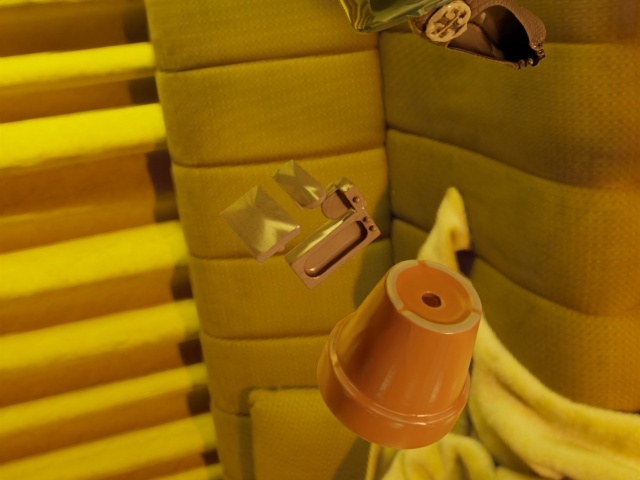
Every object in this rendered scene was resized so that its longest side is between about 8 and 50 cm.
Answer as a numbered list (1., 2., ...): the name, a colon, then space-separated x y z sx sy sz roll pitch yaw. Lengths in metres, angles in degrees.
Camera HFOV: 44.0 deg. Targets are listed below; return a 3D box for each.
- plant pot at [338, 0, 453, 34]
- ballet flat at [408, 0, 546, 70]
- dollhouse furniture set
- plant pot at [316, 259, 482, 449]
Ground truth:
1. plant pot: 0.050 -0.234 0.321 0.255 0.272 0.272 68 166 -11
2. ballet flat: 0.174 -0.216 0.820 0.084 0.250 0.058 -34 72 32
3. dollhouse furniture set: 0.000 0.000 0.908 0.151 0.144 0.123 54 174 -34
4. plant pot: 0.116 0.134 1.037 0.205 0.205 0.188 -116 33 -41
